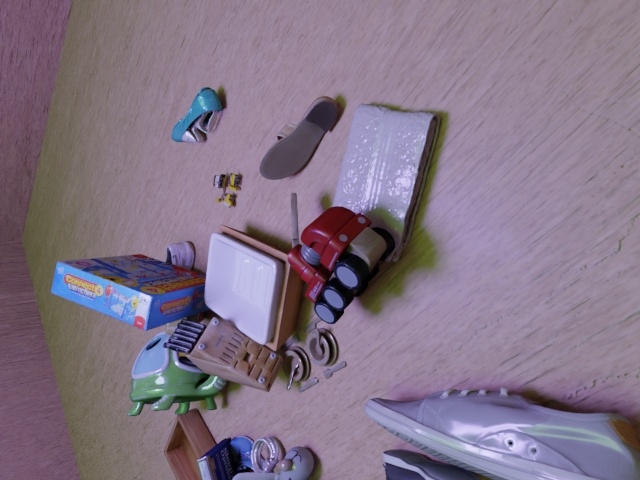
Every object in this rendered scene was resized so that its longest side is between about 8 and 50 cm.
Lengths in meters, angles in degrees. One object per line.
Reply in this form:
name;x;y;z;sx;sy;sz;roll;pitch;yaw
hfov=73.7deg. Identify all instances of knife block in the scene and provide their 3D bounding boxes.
knife block;-0.256;0.294;1.085;0.275;0.088;0.242;31;147;-6

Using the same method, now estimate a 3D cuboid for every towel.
towel;0.110;-0.114;0.825;0.187;0.049;0.282;24;109;40

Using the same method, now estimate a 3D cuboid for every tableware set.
tableware set;-0.035;0.275;1.000;0.194;0.039;0.128;-43;64;37

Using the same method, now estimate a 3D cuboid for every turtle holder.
turtle holder;-0.411;0.376;1.241;0.320;0.243;0.227;-38;50;49

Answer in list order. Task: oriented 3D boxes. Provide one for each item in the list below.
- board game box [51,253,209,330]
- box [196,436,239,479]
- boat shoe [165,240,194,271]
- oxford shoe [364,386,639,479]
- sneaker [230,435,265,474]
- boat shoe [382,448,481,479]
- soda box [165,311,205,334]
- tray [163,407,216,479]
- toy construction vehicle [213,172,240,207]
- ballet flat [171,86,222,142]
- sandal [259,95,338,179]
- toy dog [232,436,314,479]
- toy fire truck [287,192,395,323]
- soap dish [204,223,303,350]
board game box;-0.488;0.127;1.177;0.302;0.308;0.086;16;97;16
box;-0.263;0.629;1.166;0.036;0.225;0.136;-21;78;1
boat shoe;-0.486;0.134;1.392;0.098;0.096;0.277;25;110;41
oxford shoe;0.255;0.293;0.663;0.449;0.169;0.130;-11;51;51
sneaker;-0.203;0.601;1.164;0.162;0.073;0.063;28;112;40
boat shoe;0.192;0.424;0.739;0.228;0.081;0.069;-21;65;61
soda box;-0.395;0.225;1.258;0.061;0.181;0.058;0;94;1
tray;-0.349;0.754;1.321;0.411;0.076;0.203;45;122;34
toy construction vehicle;-0.260;-0.147;1.200;0.086;0.035;0.098;22;111;30
ballet flat;-0.365;-0.339;1.255;0.247;0.083;0.087;-35;83;42
sandal;-0.049;-0.239;0.971;0.240;0.088;0.079;-42;33;30
toy dog;-0.156;0.632;0.979;0.220;0.161;0.334;2;70;37
toy fire truck;0.000;0.000;0.828;0.246;0.158;0.217;39;143;11
soap dish;-0.165;0.104;1.060;0.291;0.118;0.229;22;108;42
